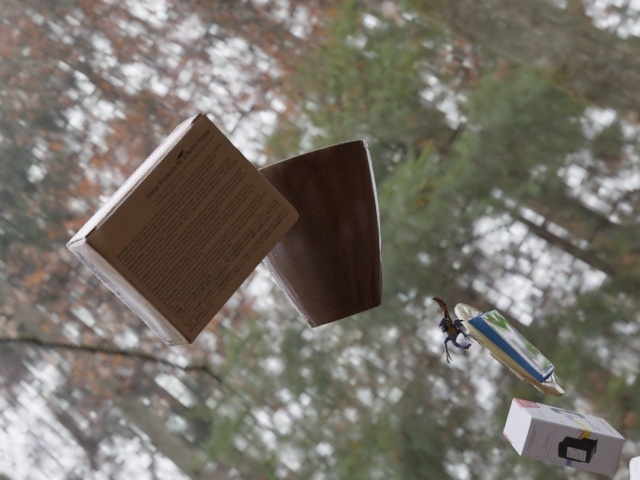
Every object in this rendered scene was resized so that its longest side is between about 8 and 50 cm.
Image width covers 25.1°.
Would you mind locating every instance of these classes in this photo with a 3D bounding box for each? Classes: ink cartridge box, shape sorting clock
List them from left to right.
[{"bbox_3d":[-0.173,-0.013,1.832,0.193,0.088,0.234,47,-114,-14],"label":"ink cartridge box"},{"bbox_3d":[0.281,0.165,2.148,0.040,0.206,0.206,-48,-37,12],"label":"shape sorting clock"},{"bbox_3d":[0.421,0.340,2.489,0.175,0.127,0.072,14,-83,-9],"label":"ink cartridge box"}]

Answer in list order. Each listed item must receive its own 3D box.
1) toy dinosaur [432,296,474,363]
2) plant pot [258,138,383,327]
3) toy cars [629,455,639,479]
[{"bbox_3d":[0.195,0.129,2.072,0.047,0.090,0.082,-14,-18,4],"label":"toy dinosaur"},{"bbox_3d":[0.000,0.000,2.034,0.215,0.215,0.230,-16,-93,-40],"label":"plant pot"},{"bbox_3d":[0.296,0.311,1.359,0.394,0.087,0.176,-30,-81,-55],"label":"toy cars"}]
